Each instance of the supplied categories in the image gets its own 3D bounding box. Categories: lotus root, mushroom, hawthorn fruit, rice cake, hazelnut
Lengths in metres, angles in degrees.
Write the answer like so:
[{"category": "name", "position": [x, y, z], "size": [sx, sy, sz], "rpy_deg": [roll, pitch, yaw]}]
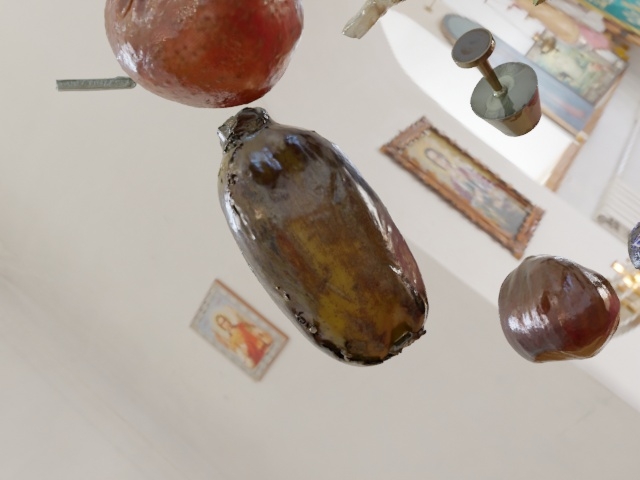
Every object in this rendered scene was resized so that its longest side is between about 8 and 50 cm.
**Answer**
[{"category": "lotus root", "position": [0.000, 0.000, 0.888], "size": [0.196, 0.397, 0.179], "rpy_deg": [-39, 11, -23]}, {"category": "mushroom", "position": [0.117, -0.499, 1.449], "size": [0.202, 0.059, 0.054], "rpy_deg": [-29, 37, 45]}, {"category": "hawthorn fruit", "position": [-0.099, -0.207, 0.644], "size": [0.179, 0.179, 0.200], "rpy_deg": [-53, -32, 6]}, {"category": "rice cake", "position": [-0.347, -0.243, 1.030], "size": [0.121, 0.021, 0.022], "rpy_deg": [-6, 9, -20]}, {"category": "hazelnut", "position": [0.362, 0.101, 1.012], "size": [0.178, 0.178, 0.204], "rpy_deg": [-52, -12, 2]}]

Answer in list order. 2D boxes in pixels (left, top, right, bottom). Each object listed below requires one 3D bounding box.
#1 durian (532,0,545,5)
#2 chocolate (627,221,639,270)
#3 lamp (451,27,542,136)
[{"category": "durian", "position": [0.460, -0.483, 1.012], "size": [0.166, 0.172, 0.306], "rpy_deg": [-45, 26, -27]}, {"category": "chocolate", "position": [0.658, -0.062, 1.057], "size": [0.343, 0.148, 0.126], "rpy_deg": [127, 154, -45]}, {"category": "lamp", "position": [0.304, -0.265, 1.132], "size": [0.121, 0.121, 0.215], "rpy_deg": [-52, -46, -1]}]
